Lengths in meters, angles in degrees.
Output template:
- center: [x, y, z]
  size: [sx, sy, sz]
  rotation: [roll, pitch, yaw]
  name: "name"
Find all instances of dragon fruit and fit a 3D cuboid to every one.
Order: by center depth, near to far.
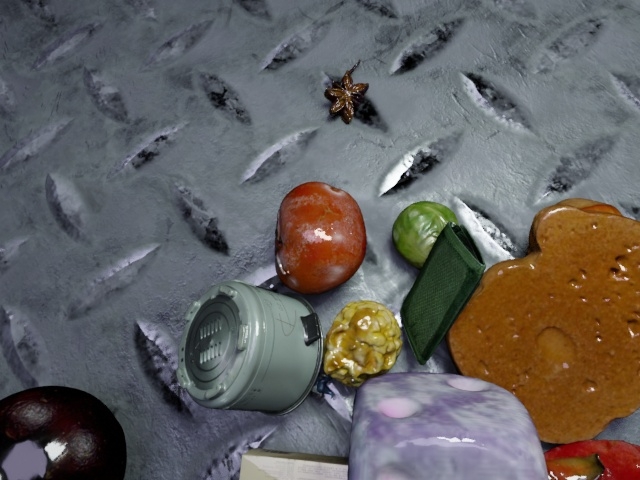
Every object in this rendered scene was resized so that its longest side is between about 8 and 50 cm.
- center: [0.507, 0.467, 0.724]
  size: [0.343, 0.100, 0.282]
  rotation: [37, 84, 15]
  name: "dragon fruit"

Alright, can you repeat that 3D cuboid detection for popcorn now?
- center: [0.076, 0.201, 0.860]
  size: [0.179, 0.170, 0.180]
  rotation: [-4, 114, -9]
  name: "popcorn"

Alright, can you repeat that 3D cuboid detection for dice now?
- center: [0.183, 0.374, 0.697]
  size: [0.270, 0.270, 0.271]
  rotation: [0, 91, 9]
  name: "dice"

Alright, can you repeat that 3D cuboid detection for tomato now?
- center: [-0.001, 0.002, 0.916]
  size: [0.188, 0.232, 0.232]
  rotation: [4, 71, -8]
  name: "tomato"

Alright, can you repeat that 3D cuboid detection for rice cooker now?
- center: [-0.125, 0.204, 0.844]
  size: [0.280, 0.226, 0.242]
  rotation: [-33, 52, 29]
  name: "rice cooker"

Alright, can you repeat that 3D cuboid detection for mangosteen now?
- center: [-0.517, 0.409, 0.791]
  size: [0.296, 0.313, 0.297]
  rotation: [-7, 69, 18]
  name: "mangosteen"

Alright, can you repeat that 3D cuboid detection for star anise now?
- center: [0.070, -0.387, 1.118]
  size: [0.097, 0.070, 0.191]
  rotation: [32, 75, -11]
  name: "star anise"

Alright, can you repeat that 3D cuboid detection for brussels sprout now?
- center: [0.226, -0.010, 0.937]
  size: [0.154, 0.118, 0.155]
  rotation: [-3, 64, 6]
  name: "brussels sprout"

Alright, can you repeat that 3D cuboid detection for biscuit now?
- center: [0.433, 0.166, 0.791]
  size: [0.349, 0.078, 0.455]
  rotation: [40, 105, 7]
  name: "biscuit"

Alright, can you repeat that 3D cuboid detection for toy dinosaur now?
- center: [-0.008, 0.294, 0.910]
  size: [0.083, 0.030, 0.047]
  rotation: [20, 76, 15]
  name: "toy dinosaur"

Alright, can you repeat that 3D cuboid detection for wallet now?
- center: [0.224, 0.098, 0.830]
  size: [0.055, 0.236, 0.160]
  rotation: [15, 29, -10]
  name: "wallet"

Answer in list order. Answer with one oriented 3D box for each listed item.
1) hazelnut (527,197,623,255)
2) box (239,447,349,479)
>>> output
- center: [0.502, 0.006, 0.872]
  size: [0.181, 0.182, 0.182]
  rotation: [-2, 71, 7]
  name: "hazelnut"
- center: [-0.042, 0.487, 0.815]
  size: [0.211, 0.095, 0.168]
  rotation: [2, 70, 9]
  name: "box"
